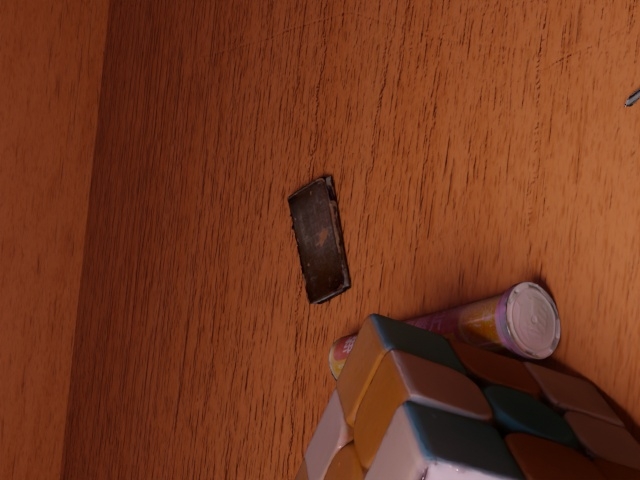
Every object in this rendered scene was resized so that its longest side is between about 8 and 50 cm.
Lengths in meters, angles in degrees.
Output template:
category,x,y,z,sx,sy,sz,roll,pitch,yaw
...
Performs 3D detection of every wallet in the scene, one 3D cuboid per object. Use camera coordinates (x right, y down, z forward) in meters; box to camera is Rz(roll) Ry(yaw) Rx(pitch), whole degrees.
category,x,y,z,sx,sy,sz,roll,pitch,yaw
wallet,0.000,0.000,1.664,0.122,0.031,0.232,-29,65,44

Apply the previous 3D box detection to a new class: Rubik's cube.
category,x,y,z,sx,sy,sz,roll,pitch,yaw
Rubik's cube,0.170,0.340,1.021,0.344,0.347,0.346,-105,37,-69

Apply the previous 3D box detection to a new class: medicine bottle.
category,x,y,z,sx,sy,sz,roll,pitch,yaw
medicine bottle,0.169,0.162,1.347,0.426,0.108,0.108,-24,66,51

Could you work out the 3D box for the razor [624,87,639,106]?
category,x,y,z,sx,sy,sz,roll,pitch,yaw
razor,0.437,-0.101,1.079,0.084,0.036,0.211,133,128,-72
